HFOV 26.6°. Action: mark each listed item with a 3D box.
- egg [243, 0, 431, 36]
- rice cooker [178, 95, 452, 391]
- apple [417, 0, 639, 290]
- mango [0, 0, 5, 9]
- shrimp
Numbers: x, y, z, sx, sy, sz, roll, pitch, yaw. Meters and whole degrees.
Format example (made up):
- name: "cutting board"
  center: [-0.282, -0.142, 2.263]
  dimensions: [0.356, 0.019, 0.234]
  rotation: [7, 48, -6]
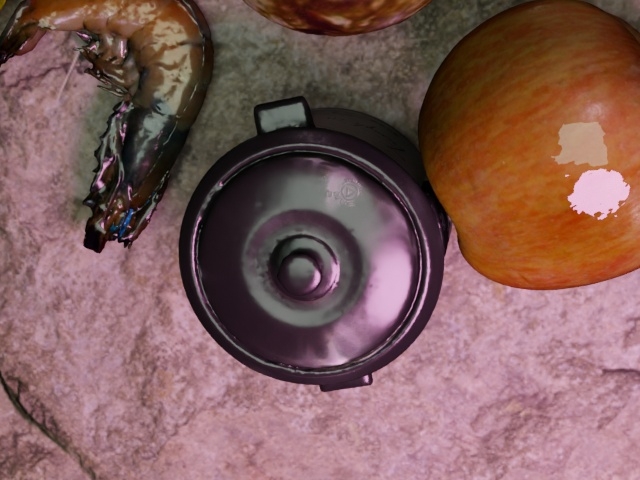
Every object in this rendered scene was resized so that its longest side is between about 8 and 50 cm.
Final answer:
- name: "egg"
  center: [0.033, -0.301, 1.162]
  dimensions: [0.289, 0.238, 0.238]
  rotation: [-13, 104, 32]
- name: "rice cooker"
  center: [0.000, 0.000, 1.266]
  dimensions: [0.241, 0.227, 0.281]
  rotation: [-8, 104, 12]
- name: "apple"
  center: [0.205, -0.078, 1.196]
  dimensions: [0.264, 0.264, 0.264]
  rotation: [3, 106, 9]
- name: "mango"
  center: [-0.388, -0.263, 1.324]
  dimensions: [0.178, 0.119, 0.100]
  rotation: [18, 150, 10]
- name: "shrimp"
  center: [-0.231, -0.134, 1.356]
  dimensions: [0.222, 0.054, 0.290]
  rotation: [17, 104, 3]
